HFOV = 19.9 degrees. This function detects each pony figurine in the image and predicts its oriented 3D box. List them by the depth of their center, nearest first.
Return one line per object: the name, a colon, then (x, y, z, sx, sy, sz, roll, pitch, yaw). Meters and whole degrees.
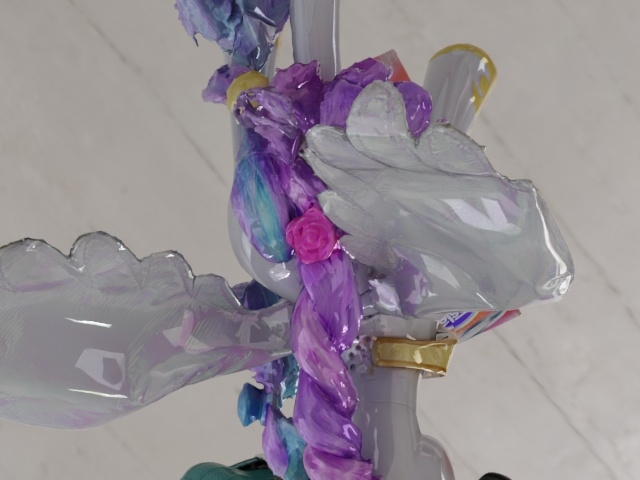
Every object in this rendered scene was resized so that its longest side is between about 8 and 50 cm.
pony figurine: (0.000, 0.000, 0.901, 0.302, 0.363, 0.351, -16, 145, 22)

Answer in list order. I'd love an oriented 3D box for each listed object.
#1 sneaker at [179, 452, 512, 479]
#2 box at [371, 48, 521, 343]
sneaker: (0.024, 0.195, 1.384, 0.302, 0.108, 0.121, 21, 87, -36)
box: (0.058, -0.031, 1.637, 0.142, 0.300, 0.154, -25, 119, 3)
